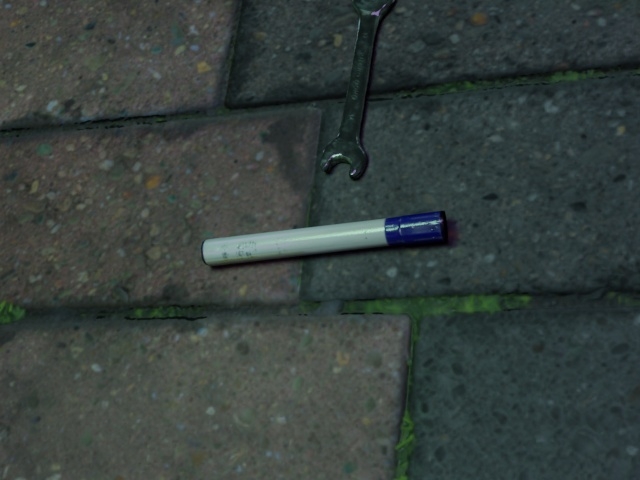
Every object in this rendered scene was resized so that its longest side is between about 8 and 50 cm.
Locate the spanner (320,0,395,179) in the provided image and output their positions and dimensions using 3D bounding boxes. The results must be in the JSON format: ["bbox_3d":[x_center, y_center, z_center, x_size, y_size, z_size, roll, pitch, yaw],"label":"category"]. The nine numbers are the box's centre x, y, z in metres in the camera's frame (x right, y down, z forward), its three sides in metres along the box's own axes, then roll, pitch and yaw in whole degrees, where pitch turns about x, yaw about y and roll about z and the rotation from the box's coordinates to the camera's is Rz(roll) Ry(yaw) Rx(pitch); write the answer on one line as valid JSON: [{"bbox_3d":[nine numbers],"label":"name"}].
[{"bbox_3d":[0.043,-0.181,1.180,0.054,0.015,0.255,0,65,22],"label":"spanner"}]

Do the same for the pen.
[{"bbox_3d":[0.000,0.000,1.097,0.268,0.033,0.033,-7,63,19],"label":"pen"}]
